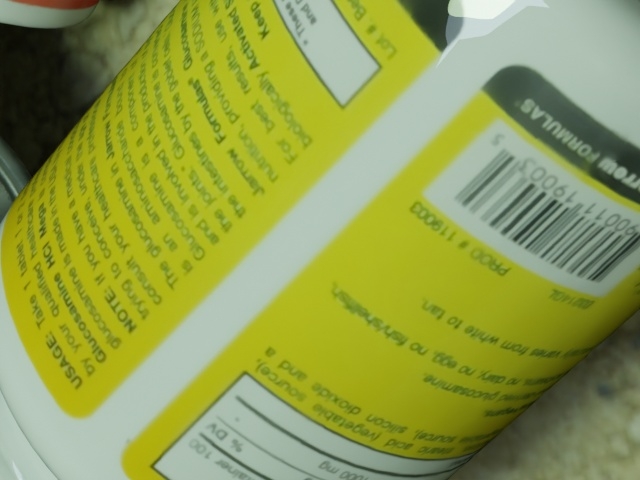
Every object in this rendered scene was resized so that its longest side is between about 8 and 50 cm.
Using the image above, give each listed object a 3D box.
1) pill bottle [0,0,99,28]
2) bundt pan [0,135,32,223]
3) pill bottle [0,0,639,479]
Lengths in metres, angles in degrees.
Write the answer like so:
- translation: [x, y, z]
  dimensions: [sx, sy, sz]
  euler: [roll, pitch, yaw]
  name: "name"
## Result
- translation: [-0.112, -0.209, 0.796]
  dimensions: [0.124, 0.124, 0.221]
  euler: [35, 114, 27]
  name: "pill bottle"
- translation: [-0.279, 0.010, 0.847]
  dimensions: [0.330, 0.124, 0.331]
  euler: [17, 130, 21]
  name: "bundt pan"
- translation: [0.000, 0.000, 0.699]
  dimensions: [0.334, 0.188, 0.188]
  euler: [-45, 69, 28]
  name: "pill bottle"
